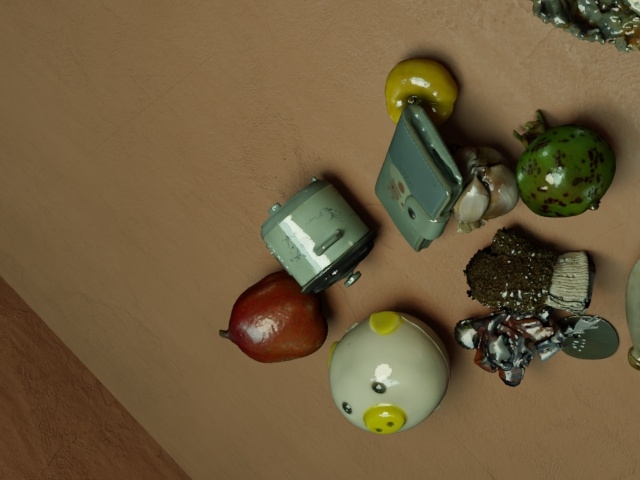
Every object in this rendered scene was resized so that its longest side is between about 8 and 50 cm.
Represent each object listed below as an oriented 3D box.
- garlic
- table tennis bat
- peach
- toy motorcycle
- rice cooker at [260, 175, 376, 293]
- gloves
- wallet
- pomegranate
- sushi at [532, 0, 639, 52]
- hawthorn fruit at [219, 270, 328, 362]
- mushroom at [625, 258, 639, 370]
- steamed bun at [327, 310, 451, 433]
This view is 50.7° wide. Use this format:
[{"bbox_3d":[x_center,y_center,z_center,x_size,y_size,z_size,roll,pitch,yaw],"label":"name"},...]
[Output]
[{"bbox_3d":[0.361,-0.145,1.567,0.160,0.214,0.191,-3,139,-12],"label":"garlic"},{"bbox_3d":[0.631,0.245,1.715,0.234,0.022,0.131,-5,114,34],"label":"table tennis bat"},{"bbox_3d":[0.232,-0.335,1.571,0.179,0.103,0.179,14,127,19],"label":"peach"},{"bbox_3d":[0.522,0.240,1.683,0.401,0.134,0.207,-30,71,37],"label":"toy motorcycle"},{"bbox_3d":[0.000,0.000,1.840,0.317,0.264,0.317,49,173,8],"label":"rice cooker"},{"bbox_3d":[0.485,0.079,1.600,0.312,0.211,0.135,-1,155,27],"label":"gloves"},{"bbox_3d":[0.223,-0.125,1.600,0.360,0.083,0.252,103,144,-64],"label":"wallet"},{"bbox_3d":[0.500,-0.164,1.437,0.263,0.210,0.211,57,138,26],"label":"pomegranate"},{"bbox_3d":[0.559,-0.527,1.173,0.417,0.176,0.418,17,126,25],"label":"sushi"},{"bbox_3d":[-0.124,0.235,2.039,0.294,0.311,0.295,11,106,43],"label":"hawthorn fruit"},{"bbox_3d":[0.747,0.147,1.504,0.128,0.128,0.350,9,125,30],"label":"mushroom"},{"bbox_3d":[0.189,0.374,1.905,0.334,0.334,0.374,47,128,1],"label":"steamed bun"}]
